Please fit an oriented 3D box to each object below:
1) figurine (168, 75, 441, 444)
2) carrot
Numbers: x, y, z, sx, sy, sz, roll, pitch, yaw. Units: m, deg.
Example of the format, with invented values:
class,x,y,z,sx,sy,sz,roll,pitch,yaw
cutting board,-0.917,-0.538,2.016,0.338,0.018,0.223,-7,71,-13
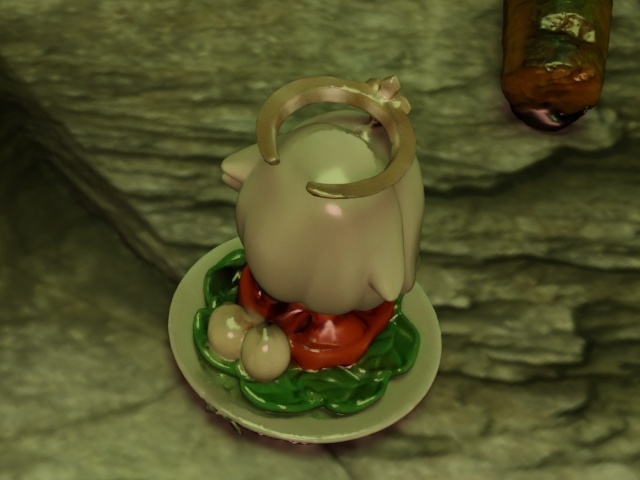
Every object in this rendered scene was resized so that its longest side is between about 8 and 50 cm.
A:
class,x,y,z,sx,sy,sz,roll,pitch,yaw
figurine,0.000,0.000,0.843,0.132,0.153,0.132,5,48,-5
carrot,0.143,-0.166,1.081,0.070,0.070,0.260,13,48,1
